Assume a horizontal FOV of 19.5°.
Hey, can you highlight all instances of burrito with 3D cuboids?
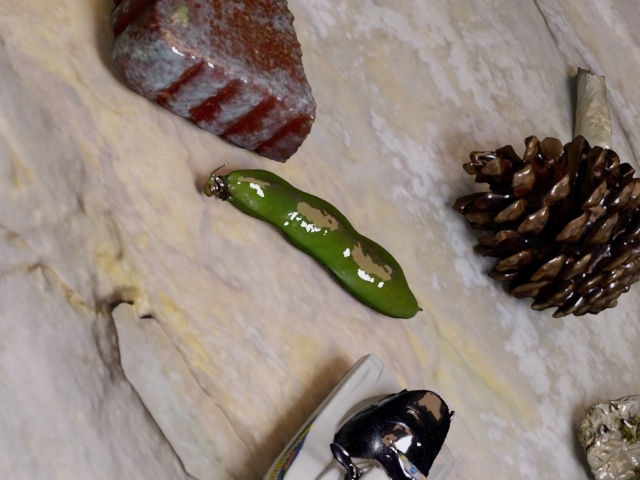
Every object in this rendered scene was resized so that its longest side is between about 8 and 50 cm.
[{"bbox_3d":[0.315,-0.152,2.160,0.041,0.055,0.149,8,53,-7],"label":"burrito"}]

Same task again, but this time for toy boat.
[{"bbox_3d":[0.039,0.198,1.545,0.141,0.141,0.269,51,24,-6],"label":"toy boat"}]

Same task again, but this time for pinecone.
[{"bbox_3d":[0.242,-0.023,1.893,0.204,0.179,0.184,46,13,14],"label":"pinecone"}]

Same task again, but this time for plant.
[{"bbox_3d":[0.326,0.200,1.858,0.116,0.122,0.104,23,50,-48],"label":"plant"}]

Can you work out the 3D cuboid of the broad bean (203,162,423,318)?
[{"bbox_3d":[0.001,-0.004,1.715,0.254,0.046,0.065,35,49,-23],"label":"broad bean"}]

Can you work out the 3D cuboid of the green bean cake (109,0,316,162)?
[{"bbox_3d":[-0.098,-0.207,1.716,0.198,0.097,0.233,22,49,-34],"label":"green bean cake"}]
